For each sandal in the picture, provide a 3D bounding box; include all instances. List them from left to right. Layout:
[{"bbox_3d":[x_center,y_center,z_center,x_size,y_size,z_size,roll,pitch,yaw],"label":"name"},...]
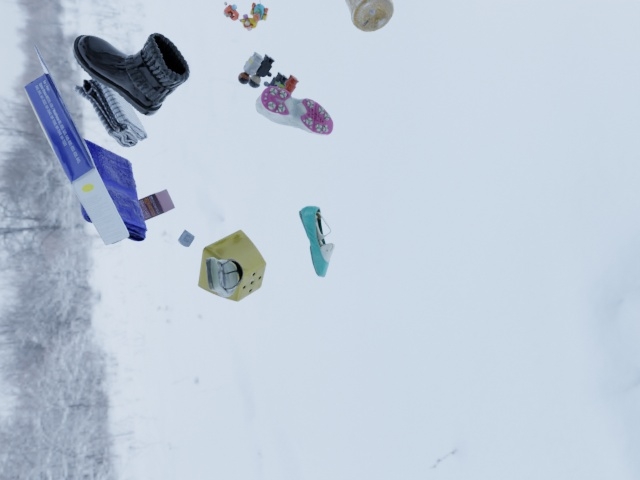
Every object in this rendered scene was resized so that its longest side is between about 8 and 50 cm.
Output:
[{"bbox_3d":[-0.278,0.107,1.665,0.303,0.086,0.120,92,164,-86],"label":"sandal"}]

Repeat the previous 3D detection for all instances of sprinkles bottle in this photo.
[{"bbox_3d":[0.107,-0.749,1.561,0.121,0.121,0.355,122,143,-49],"label":"sprinkles bottle"}]

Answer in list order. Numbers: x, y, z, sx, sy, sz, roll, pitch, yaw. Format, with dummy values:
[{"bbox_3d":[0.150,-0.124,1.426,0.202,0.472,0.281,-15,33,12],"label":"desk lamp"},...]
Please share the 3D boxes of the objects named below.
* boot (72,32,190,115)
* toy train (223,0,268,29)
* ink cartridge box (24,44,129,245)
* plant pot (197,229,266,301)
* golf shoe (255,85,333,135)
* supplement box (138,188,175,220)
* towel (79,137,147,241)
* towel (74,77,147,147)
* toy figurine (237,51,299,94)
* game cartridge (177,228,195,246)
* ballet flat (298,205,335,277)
[{"bbox_3d":[-0.604,-0.585,1.767,0.260,0.348,0.131,-30,30,48],"label":"boot"},{"bbox_3d":[-0.258,-0.776,1.882,0.166,0.125,0.046,-9,47,40],"label":"toy train"},{"bbox_3d":[-0.516,-0.185,1.138,0.303,0.072,0.307,54,162,27],"label":"ink cartridge box"},{"bbox_3d":[-0.340,0.119,2.205,0.187,0.212,0.212,35,130,22],"label":"plant pot"},{"bbox_3d":[-0.097,-0.463,2.012,0.140,0.306,0.115,-7,65,60],"label":"golf shoe"},{"bbox_3d":[-0.643,-0.112,2.004,0.104,0.188,0.080,-57,-55,-73],"label":"supplement box"},{"bbox_3d":[-0.624,-0.159,1.636,0.076,0.228,0.308,-33,61,13],"label":"towel"},{"bbox_3d":[-0.789,-0.488,2.092,0.234,0.121,0.284,60,178,0],"label":"towel"},{"bbox_3d":[-0.217,-0.643,2.226,0.148,0.213,0.209,-51,-2,20],"label":"toy figurine"},{"bbox_3d":[-0.501,-0.005,2.054,0.055,0.017,0.083,-62,-18,-10],"label":"game cartridge"},{"bbox_3d":[0.000,0.000,1.831,0.087,0.083,0.247,-16,90,22],"label":"ballet flat"}]
